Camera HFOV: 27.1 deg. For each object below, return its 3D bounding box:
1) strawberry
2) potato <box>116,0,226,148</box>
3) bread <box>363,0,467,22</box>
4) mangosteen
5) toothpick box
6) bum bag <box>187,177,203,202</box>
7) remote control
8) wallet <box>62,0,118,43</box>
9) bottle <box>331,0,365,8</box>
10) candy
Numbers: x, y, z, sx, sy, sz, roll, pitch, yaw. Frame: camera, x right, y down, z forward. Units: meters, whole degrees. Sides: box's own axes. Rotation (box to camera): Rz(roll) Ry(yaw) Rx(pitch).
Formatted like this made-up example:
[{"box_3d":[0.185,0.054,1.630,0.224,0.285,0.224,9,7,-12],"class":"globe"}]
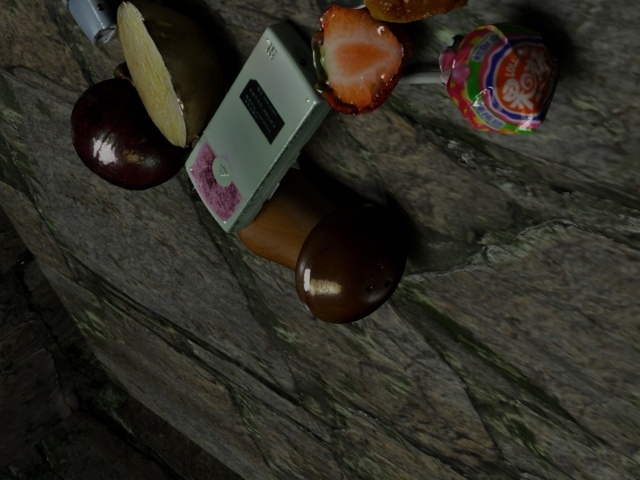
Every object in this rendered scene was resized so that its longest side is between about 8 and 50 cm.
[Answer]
[{"box_3d":[0.060,-0.232,1.643,0.187,0.082,0.146,2,105,57],"class":"strawberry"},{"box_3d":[-0.225,-0.279,2.086,0.299,0.116,0.239,35,148,61],"class":"potato"},{"box_3d":[0.099,-0.337,1.349,0.271,0.139,0.077,82,175,-53],"class":"bread"},{"box_3d":[-0.316,-0.196,2.296,0.216,0.216,0.216,41,157,21],"class":"mangosteen"},{"box_3d":[0.000,0.000,2.029,0.294,0.192,0.192,36,156,47],"class":"toothpick box"},{"box_3d":[-0.212,-0.088,2.452,0.124,0.034,0.058,15,147,57],"class":"bum bag"},{"box_3d":[-0.094,-0.154,1.932,0.145,0.050,0.344,58,140,16],"class":"remote control"},{"box_3d":[-0.407,-0.442,2.223,0.231,0.069,0.170,62,161,-6],"class":"wallet"},{"box_3d":[0.029,-0.374,1.478,0.096,0.079,0.253,-1,140,13],"class":"bottle"},{"box_3d":[0.156,-0.186,1.532,0.124,0.124,0.365,55,169,-15],"class":"candy"}]
